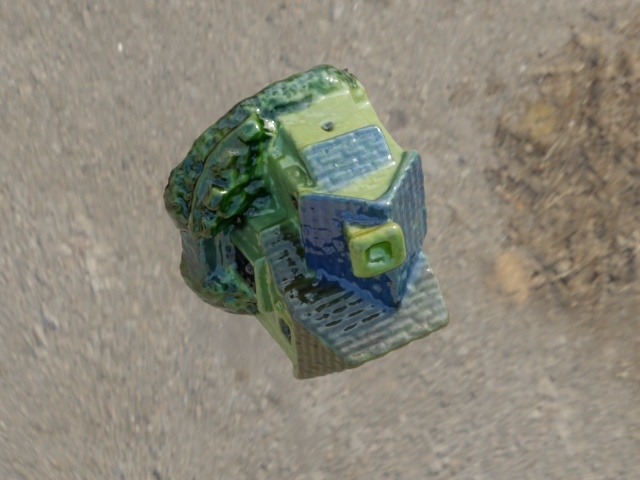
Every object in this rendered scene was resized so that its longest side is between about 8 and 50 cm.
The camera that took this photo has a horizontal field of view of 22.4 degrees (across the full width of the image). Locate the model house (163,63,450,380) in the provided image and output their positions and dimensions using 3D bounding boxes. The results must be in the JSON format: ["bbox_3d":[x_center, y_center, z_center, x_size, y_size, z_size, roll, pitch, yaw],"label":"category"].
[{"bbox_3d":[0.000,0.000,1.319,0.195,0.214,0.189,-20,43,-21],"label":"model house"}]
